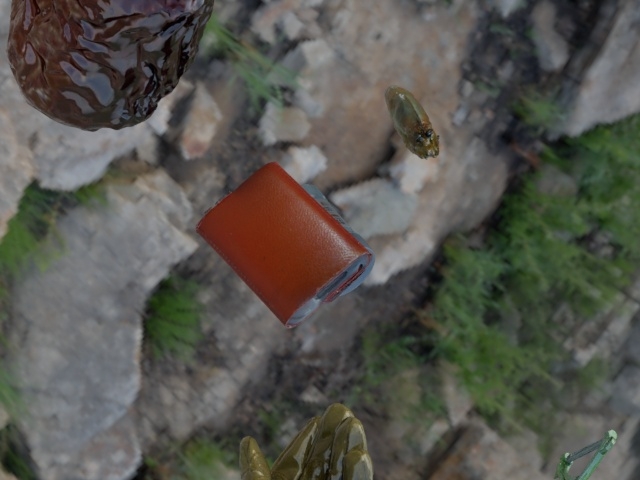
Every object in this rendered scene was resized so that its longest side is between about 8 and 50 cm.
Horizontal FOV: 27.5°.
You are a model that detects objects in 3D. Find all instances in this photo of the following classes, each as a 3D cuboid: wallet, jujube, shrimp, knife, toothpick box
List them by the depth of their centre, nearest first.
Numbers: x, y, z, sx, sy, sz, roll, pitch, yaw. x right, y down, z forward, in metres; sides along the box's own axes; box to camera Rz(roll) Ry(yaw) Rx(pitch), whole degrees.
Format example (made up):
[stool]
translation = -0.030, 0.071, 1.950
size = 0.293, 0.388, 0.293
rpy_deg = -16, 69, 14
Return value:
[knife]
translation = 0.161, 0.199, 0.953
size = 0.166, 0.022, 0.078
rpy_deg = -40, 171, -36
[jujube]
translation = -0.217, -0.239, 1.388
size = 0.216, 0.342, 0.216
rpy_deg = 6, 77, -26
[wallet]
translation = -0.048, 0.003, 1.665
size = 0.142, 0.204, 0.045
rpy_deg = -41, 148, -8
[toothpick box]
translation = 0.000, 0.000, 1.987
size = 0.101, 0.153, 0.101
rpy_deg = -27, 144, -21
[shrimp]
translation = 0.146, -0.168, 2.005
size = 0.051, 0.217, 0.115
rpy_deg = -30, 119, -1

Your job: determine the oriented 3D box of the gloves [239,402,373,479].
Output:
[gloves]
translation = -0.023, 0.314, 1.343
size = 0.331, 0.154, 0.141
rpy_deg = -74, 157, -50
